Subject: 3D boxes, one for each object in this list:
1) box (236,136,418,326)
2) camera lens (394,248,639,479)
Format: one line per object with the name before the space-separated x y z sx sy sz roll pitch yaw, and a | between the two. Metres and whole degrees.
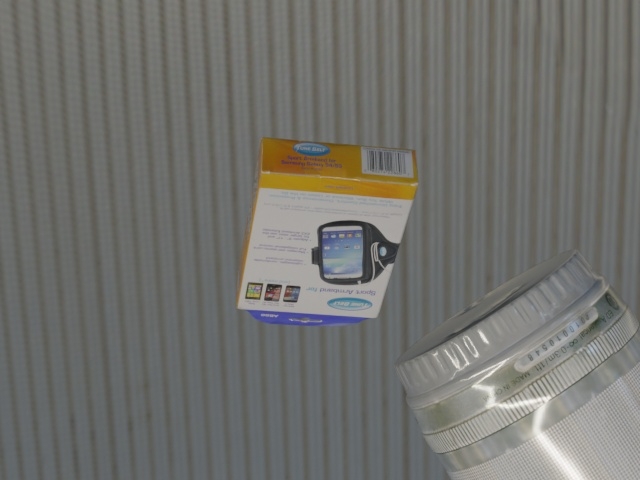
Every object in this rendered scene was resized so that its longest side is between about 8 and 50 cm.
box | 0.000 0.000 0.867 0.081 0.028 0.136 5 144 -8
camera lens | 0.221 0.175 1.460 0.219 0.219 0.274 -32 91 18
